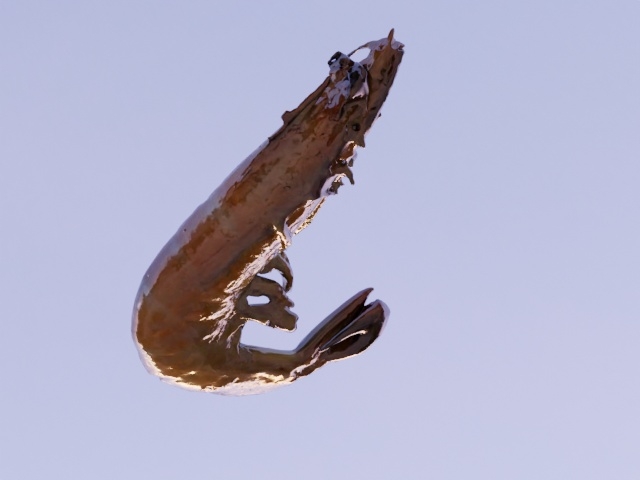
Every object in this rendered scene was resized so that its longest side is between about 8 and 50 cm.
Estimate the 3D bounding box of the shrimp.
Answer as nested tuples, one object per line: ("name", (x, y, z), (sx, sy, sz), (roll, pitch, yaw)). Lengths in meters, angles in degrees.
("shrimp", (0.001, 0.001, 0.759), (0.124, 0.034, 0.178), (33, -81, -41))
